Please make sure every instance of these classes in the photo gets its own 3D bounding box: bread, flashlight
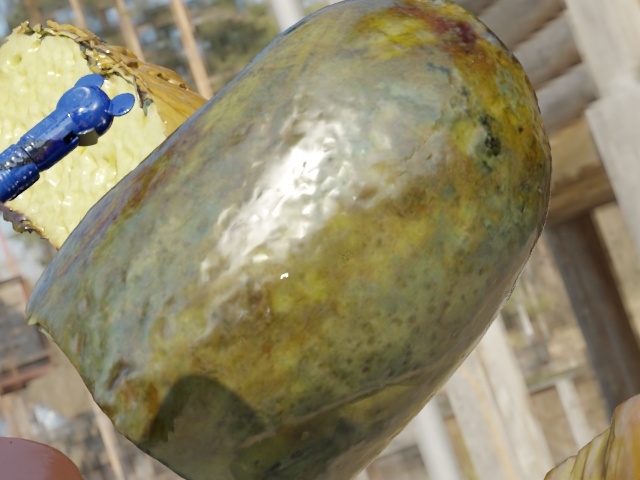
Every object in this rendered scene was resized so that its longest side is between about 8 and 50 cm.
[{"bbox_3d":[-0.155,-0.067,1.252,0.147,0.160,0.260,15,9,-46],"label":"bread"},{"bbox_3d":[-0.173,-0.059,1.023,0.121,0.057,0.035,-43,-41,-19],"label":"flashlight"}]

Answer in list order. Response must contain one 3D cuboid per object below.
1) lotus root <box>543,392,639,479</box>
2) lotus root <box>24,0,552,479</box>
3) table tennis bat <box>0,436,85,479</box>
[{"bbox_3d":[0.168,0.181,0.463,0.193,0.291,0.193,-13,-15,-4],"label":"lotus root"},{"bbox_3d":[0.000,0.000,1.060,0.346,0.250,0.250,-48,-3,-4],"label":"lotus root"},{"bbox_3d":[-0.204,0.174,0.910,0.154,0.021,0.274,-5,20,-11],"label":"table tennis bat"}]
